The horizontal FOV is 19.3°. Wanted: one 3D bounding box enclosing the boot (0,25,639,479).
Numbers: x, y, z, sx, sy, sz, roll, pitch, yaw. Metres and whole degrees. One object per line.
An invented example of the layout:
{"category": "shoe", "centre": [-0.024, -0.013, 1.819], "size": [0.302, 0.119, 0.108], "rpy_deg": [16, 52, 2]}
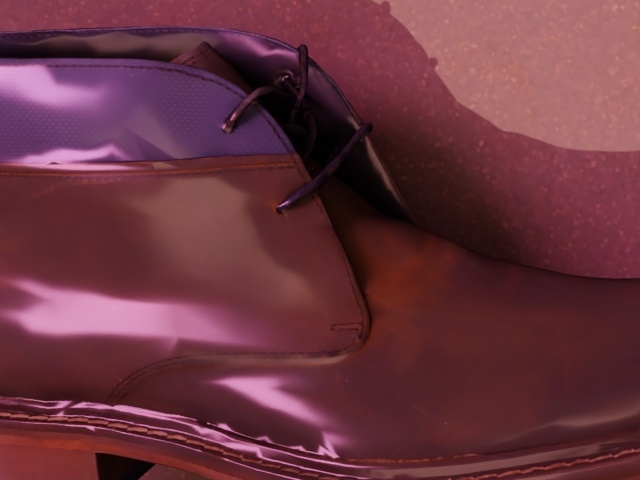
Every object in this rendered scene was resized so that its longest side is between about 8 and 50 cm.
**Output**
{"category": "boot", "centre": [0.000, 0.000, 0.419], "size": [0.219, 0.082, 0.106], "rpy_deg": [-4, 105, 15]}

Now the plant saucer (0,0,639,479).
{"category": "plant saucer", "centre": [0.012, -0.016, 0.479], "size": [0.311, 0.050, 0.310], "rpy_deg": [3, 105, 11]}
